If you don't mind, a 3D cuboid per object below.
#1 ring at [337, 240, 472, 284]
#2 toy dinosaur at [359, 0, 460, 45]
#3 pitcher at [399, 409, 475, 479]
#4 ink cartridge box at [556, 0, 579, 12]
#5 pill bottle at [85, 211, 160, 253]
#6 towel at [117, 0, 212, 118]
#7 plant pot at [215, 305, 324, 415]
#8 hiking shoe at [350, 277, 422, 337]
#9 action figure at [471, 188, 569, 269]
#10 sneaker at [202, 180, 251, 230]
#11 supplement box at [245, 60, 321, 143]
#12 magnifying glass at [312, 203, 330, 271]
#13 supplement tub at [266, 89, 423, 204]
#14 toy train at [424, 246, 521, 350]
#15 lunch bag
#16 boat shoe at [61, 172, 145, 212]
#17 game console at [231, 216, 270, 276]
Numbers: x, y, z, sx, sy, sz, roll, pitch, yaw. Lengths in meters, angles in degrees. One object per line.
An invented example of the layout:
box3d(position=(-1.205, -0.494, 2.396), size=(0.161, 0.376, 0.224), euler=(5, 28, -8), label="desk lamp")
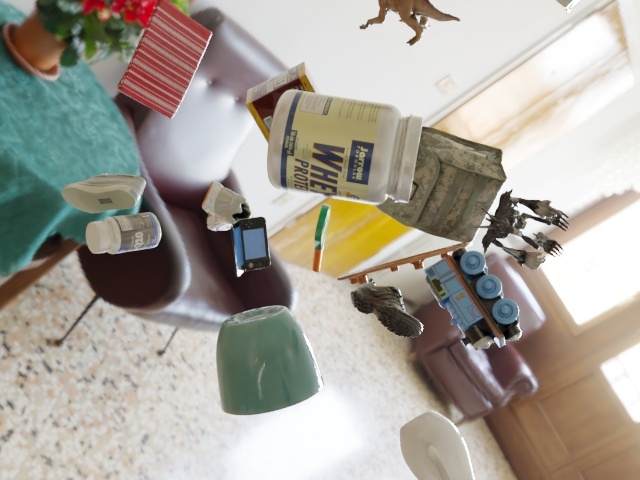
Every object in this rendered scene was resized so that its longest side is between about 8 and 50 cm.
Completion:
box3d(position=(0.205, 0.059, 1.747), size=(0.336, 0.336, 0.032), euler=(-8, 83, -72), label="ring")
box3d(position=(0.197, -0.605, 1.758), size=(0.296, 0.127, 0.200), euler=(33, -37, 34), label="toy dinosaur")
box3d(position=(0.239, 0.439, 1.413), size=(0.207, 0.125, 0.178), euler=(59, 0, 25), label="pitcher")
box3d(position=(0.484, -0.593, 1.517), size=(0.209, 0.109, 0.062), euler=(50, 24, 16), label="ink cartridge box")
box3d(position=(-0.410, -0.014, 1.503), size=(0.137, 0.078, 0.078), euler=(-11, 65, -42), label="pill bottle")
box3d(position=(-0.416, -0.489, 1.948), size=(0.031, 0.275, 0.199), euler=(24, 0, 41), label="towel")
box3d(position=(-0.156, 0.315, 1.999), size=(0.293, 0.293, 0.235), euler=(-32, 112, -73), label="plant pot")
box3d(position=(0.194, 0.172, 1.949), size=(0.227, 0.114, 0.086), euler=(31, -34, 29), label="hiking shoe")
box3d(position=(0.477, -0.028, 1.663), size=(0.276, 0.164, 0.141), euler=(3, 18, -41), label="action figure")
box3d(position=(-0.247, -0.071, 1.995), size=(0.121, 0.099, 0.262), euler=(22, -13, 5), label="sneaker")
box3d(position=(-0.088, -0.384, 2.123), size=(0.191, 0.194, 0.129), euler=(60, 12, -28), label="supplement box")
box3d(position=(0.000, 0.000, 1.845), size=(0.231, 0.026, 0.092), euler=(100, 5, -49), label="magnifying glass")
box3d(position=(0.058, -0.209, 1.654), size=(0.235, 0.325, 0.235), euler=(10, 90, -83), label="supplement tub")
box3d(position=(0.255, 0.100, 1.206), size=(0.184, 0.105, 0.080), euler=(61, 5, 24), label="toy train")
box3d(position=(0.291, -0.146, 1.835), size=(0.287, 0.235, 0.169), euler=(16, 40, -6), label="lunch bag")
box3d(position=(-0.511, -0.119, 1.719), size=(0.081, 0.227, 0.079), euler=(-63, 144, -41), label="boat shoe")
box3d(position=(-0.159, 0.013, 1.648), size=(0.071, 0.107, 0.122), euler=(14, -69, 63), label="game console")
